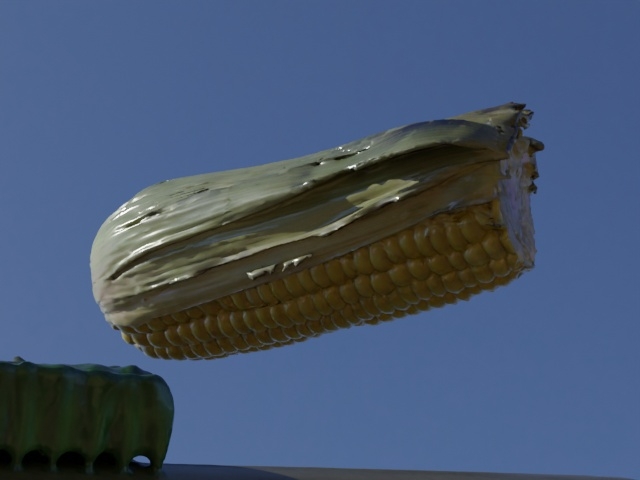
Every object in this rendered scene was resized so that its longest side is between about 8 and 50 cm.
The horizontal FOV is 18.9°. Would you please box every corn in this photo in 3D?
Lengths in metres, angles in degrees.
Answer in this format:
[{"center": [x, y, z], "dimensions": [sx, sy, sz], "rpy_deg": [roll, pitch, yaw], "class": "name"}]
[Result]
[{"center": [-0.001, -0.005, 1.177], "dimensions": [0.305, 0.122, 0.123], "rpy_deg": [-14, -56, 26], "class": "corn"}]

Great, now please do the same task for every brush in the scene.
[{"center": [-0.028, 0.060, 0.521], "dimensions": [0.282, 0.048, 0.054], "rpy_deg": [7, -3, -25], "class": "brush"}]
